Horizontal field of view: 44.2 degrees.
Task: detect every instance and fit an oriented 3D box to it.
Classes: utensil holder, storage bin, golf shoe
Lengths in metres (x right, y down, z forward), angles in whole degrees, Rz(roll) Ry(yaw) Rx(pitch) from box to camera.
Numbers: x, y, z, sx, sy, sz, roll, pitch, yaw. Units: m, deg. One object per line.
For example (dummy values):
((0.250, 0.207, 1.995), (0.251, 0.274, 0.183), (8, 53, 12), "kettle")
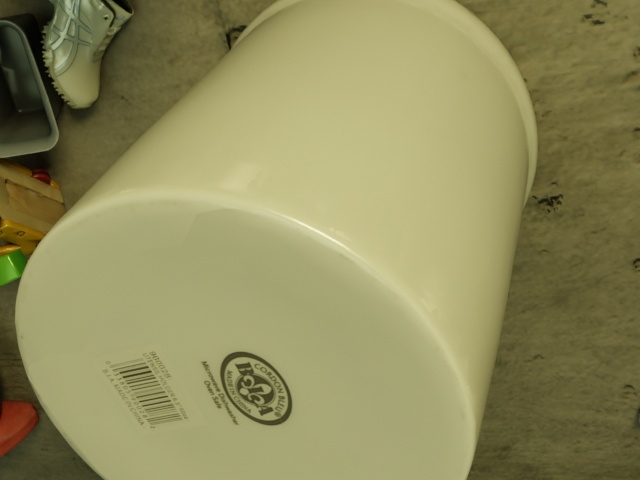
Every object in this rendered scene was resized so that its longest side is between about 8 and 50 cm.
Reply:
((0.000, 0.000, 0.635), (0.327, 0.385, 0.328), (9, 124, 13), "utensil holder")
((-0.322, -0.166, 0.811), (0.098, 0.091, 0.135), (-9, 120, 2), "storage bin")
((-0.227, -0.209, 0.776), (0.085, 0.069, 0.176), (7, 125, 8), "golf shoe")

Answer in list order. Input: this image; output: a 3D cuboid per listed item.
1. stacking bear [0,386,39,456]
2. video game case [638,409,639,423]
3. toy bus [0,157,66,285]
((-0.526, 0.164, 1.075), (0.175, 0.164, 0.289), (4, 118, 17), "stacking bear")
((0.452, 0.135, 0.789), (0.193, 0.023, 0.213), (15, 126, 10), "video game case")
((-0.364, -0.031, 0.851), (0.104, 0.191, 0.202), (-25, 113, 13), "toy bus")
